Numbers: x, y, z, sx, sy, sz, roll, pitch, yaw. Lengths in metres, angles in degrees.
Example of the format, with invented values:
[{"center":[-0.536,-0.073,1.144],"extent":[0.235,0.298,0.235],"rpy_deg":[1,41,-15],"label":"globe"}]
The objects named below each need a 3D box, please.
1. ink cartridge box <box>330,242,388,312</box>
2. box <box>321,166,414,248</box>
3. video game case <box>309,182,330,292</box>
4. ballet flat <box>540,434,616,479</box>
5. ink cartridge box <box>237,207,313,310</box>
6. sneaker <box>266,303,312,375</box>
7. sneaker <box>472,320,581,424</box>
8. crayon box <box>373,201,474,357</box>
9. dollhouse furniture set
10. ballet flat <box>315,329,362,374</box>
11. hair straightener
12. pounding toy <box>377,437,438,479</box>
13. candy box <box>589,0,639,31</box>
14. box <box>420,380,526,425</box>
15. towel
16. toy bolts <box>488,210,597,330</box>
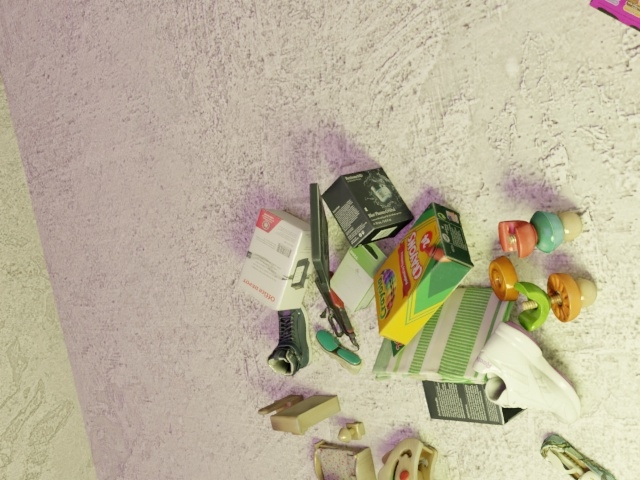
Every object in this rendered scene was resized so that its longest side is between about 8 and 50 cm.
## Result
[{"center":[0.112,0.075,1.984],"extent":[0.109,0.062,0.209],"rpy_deg":[49,132,25],"label":"ink cartridge box"},{"center":[0.114,-0.081,1.868],"extent":[0.093,0.156,0.158],"rpy_deg":[-46,69,42],"label":"box"},{"center":[0.000,0.000,1.930],"extent":[0.026,0.274,0.196],"rpy_deg":[-4,70,5],"label":"video game case"},{"center":[0.551,0.497,1.662],"extent":[0.188,0.070,0.070],"rpy_deg":[35,124,34],"label":"ballet flat"},{"center":[-0.111,0.052,2.142],"extent":[0.172,0.100,0.237],"rpy_deg":[28,106,37],"label":"ink cartridge box"},{"center":[-0.096,0.268,2.172],"extent":[0.086,0.163,0.226],"rpy_deg":[-12,96,27],"label":"sneaker"},{"center":[0.423,0.301,1.613],"extent":[0.305,0.152,0.114],"rpy_deg":[46,173,-24],"label":"sneaker"},{"center":[0.213,0.094,1.777],"extent":[0.318,0.081,0.202],"rpy_deg":[-56,22,32],"label":"crayon box"},{"center":[-0.018,0.638,2.204],"extent":[0.303,0.174,0.355],"rpy_deg":[-8,95,47],"label":"dollhouse furniture set"},{"center":[0.044,0.312,2.132],"extent":[0.168,0.057,0.052],"rpy_deg":[37,135,33],"label":"ballet flat"},{"center":[0.042,0.201,2.115],"extent":[0.089,0.047,0.230],"rpy_deg":[-31,84,46],"label":"hair straightener"},{"center":[0.253,0.607,1.957],"extent":[0.154,0.155,0.269],"rpy_deg":[-46,31,14],"label":"pounding toy"},{"center":[0.592,-0.479,1.325],"extent":[0.159,0.071,0.233],"rpy_deg":[42,129,29],"label":"candy box"},{"center":[0.357,0.333,1.748],"extent":[0.207,0.153,0.108],"rpy_deg":[-8,97,48],"label":"box"},{"center":[0.277,0.216,1.772],"extent":[0.325,0.247,0.038],"rpy_deg":[-8,138,47],"label":"towel"},{"center":[0.458,0.041,1.598],"extent":[0.218,0.159,0.228],"rpy_deg":[-128,26,-69],"label":"toy bolts"}]
